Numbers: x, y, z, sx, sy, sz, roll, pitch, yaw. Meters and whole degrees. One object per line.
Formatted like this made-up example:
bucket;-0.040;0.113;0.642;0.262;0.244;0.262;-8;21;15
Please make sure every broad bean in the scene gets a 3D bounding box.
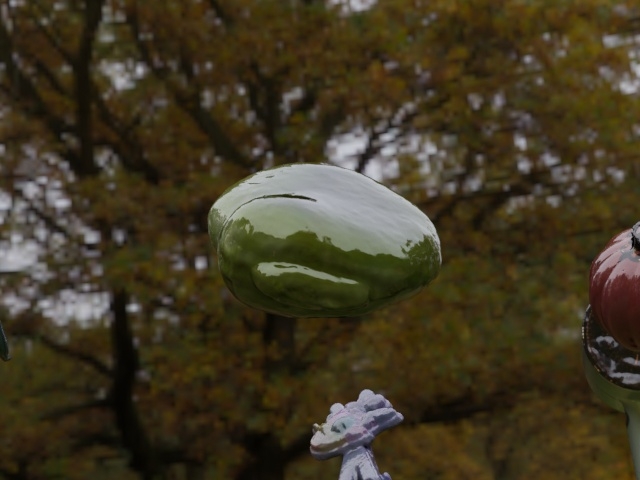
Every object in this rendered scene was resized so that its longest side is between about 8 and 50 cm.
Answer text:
broad bean;0.000;-0.001;1.564;0.238;0.119;0.291;23;21;26

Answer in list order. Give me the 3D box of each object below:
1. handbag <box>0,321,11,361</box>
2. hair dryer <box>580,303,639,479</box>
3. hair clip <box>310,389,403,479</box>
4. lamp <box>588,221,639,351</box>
handbag;-0.380;0.024;1.567;0.062;0.229;0.179;-20;-1;-10
hair dryer;0.365;0.231;1.649;0.128;0.362;0.203;-9;-15;8
hair clip;0.057;0.285;2.061;0.137;0.278;0.090;-29;-55;11
lamp;0.231;0.029;1.013;0.107;0.107;0.092;-12;-60;18
